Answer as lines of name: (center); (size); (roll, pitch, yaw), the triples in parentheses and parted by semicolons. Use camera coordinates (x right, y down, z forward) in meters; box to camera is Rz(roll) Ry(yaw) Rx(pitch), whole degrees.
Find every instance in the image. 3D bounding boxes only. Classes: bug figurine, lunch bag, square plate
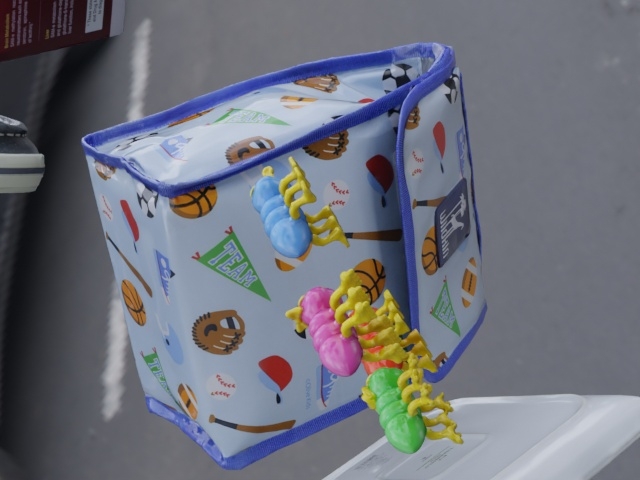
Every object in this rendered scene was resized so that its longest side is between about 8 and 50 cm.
bug figurine: (0.024, 0.067, 1.384); (0.072, 0.279, 0.216); (-31, 42, 6)
lunch bag: (0.000, 0.000, 1.666); (0.386, 0.327, 0.239); (-22, 29, -26)
square plate: (0.119, 0.239, 1.647); (0.347, 0.049, 0.344); (-30, 12, -34)

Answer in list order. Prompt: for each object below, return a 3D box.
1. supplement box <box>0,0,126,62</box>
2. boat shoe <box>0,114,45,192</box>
supplement box: (-0.247, -0.181, 1.086); (0.073, 0.239, 0.130); (48, 142, 35)
boat shoe: (-0.447, -0.175, 1.410); (0.156, 0.500, 0.187); (-67, -18, 10)
